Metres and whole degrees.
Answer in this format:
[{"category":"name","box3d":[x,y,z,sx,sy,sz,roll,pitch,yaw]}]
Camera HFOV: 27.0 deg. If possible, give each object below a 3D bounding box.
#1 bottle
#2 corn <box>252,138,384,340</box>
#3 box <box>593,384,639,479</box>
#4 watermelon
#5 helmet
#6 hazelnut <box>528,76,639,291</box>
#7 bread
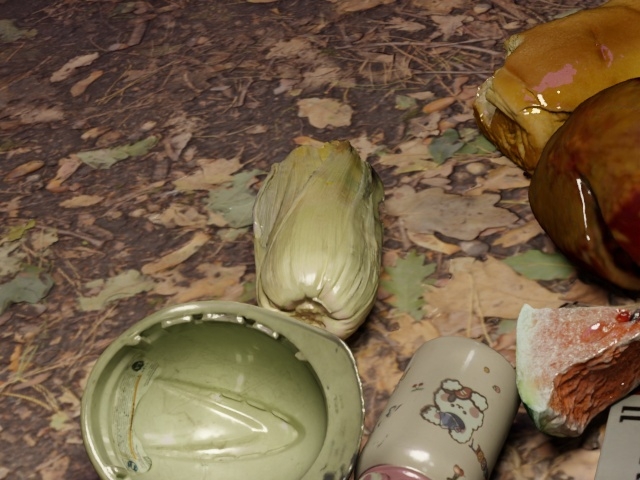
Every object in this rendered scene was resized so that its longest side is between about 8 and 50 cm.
[{"category":"bottle","box3d":[0.090,0.191,1.141,0.110,0.110,0.233,7,37,25]},{"category":"corn","box3d":[0.002,-0.004,1.434,0.123,0.122,0.305,-23,30,16]},{"category":"box","box3d":[0.311,0.168,1.175,0.115,0.036,0.177,1,36,23]},{"category":"watermelon","box3d":[0.243,0.102,1.198,0.158,0.098,0.121,-38,36,3]},{"category":"helmet","box3d":[-0.072,0.165,1.201,0.258,0.137,0.204,6,77,16]},{"category":"hazelnut","box3d":[0.334,-0.055,1.363,0.217,0.217,0.251,-29,15,-25]},{"category":"bread","box3d":[0.356,-0.210,1.614,0.344,0.148,0.195,-21,35,-15]}]
